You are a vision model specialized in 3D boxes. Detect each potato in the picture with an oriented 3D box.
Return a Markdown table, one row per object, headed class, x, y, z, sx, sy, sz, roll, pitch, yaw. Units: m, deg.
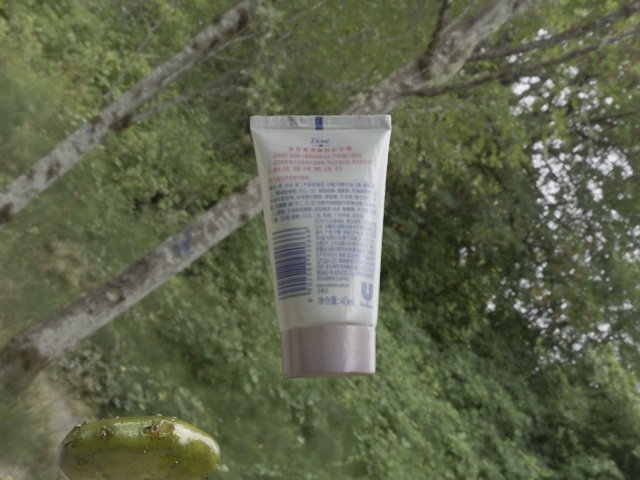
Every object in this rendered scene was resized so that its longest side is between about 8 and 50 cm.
| class | x | y | z | sx | sy | sz | roll | pitch | yaw |
| --- | --- | --- | --- | --- | --- | --- | --- | --- | --- |
| potato | -0.213 | 0.246 | 0.837 | 0.105 | 0.188 | 0.085 | 94 | -7 | -45 |

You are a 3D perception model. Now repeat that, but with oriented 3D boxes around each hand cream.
| class | x | y | z | sx | sy | sz | roll | pitch | yaw |
| --- | --- | --- | --- | --- | --- | --- | --- | --- | --- |
| hand cream | 0.000 | 0.000 | 0.648 | 0.083 | 0.133 | 0.247 | 113 | -22 | -75 |
